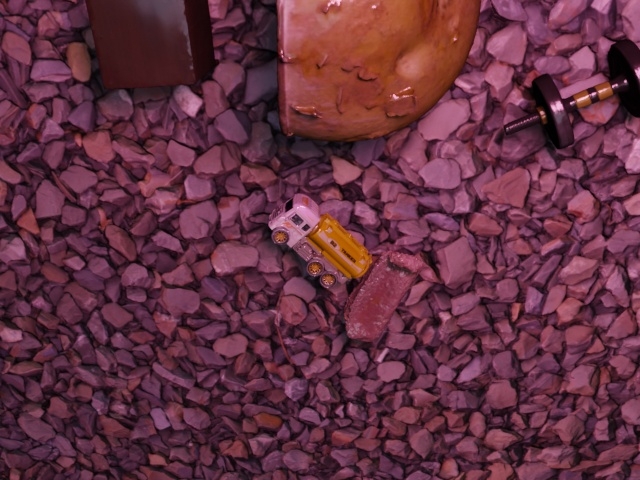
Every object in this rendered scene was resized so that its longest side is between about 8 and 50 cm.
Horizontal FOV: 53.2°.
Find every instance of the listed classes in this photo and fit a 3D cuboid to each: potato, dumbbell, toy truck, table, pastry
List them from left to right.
[{"bbox_3d":[-0.292,-0.377,1.140,0.172,0.193,0.169,-1,116,5],"label":"table"},{"bbox_3d":[0.000,0.000,1.356,0.114,0.098,0.227,-42,109,17],"label":"toy truck"},{"bbox_3d":[0.095,-0.377,1.001,0.319,0.385,0.442,0,130,2],"label":"potato"},{"bbox_3d":[0.134,0.105,1.393,0.102,0.112,0.265,25,127,-12],"label":"pastry"},{"bbox_3d":[0.492,-0.263,1.159,0.325,0.143,0.143,-22,112,15],"label":"dumbbell"}]
